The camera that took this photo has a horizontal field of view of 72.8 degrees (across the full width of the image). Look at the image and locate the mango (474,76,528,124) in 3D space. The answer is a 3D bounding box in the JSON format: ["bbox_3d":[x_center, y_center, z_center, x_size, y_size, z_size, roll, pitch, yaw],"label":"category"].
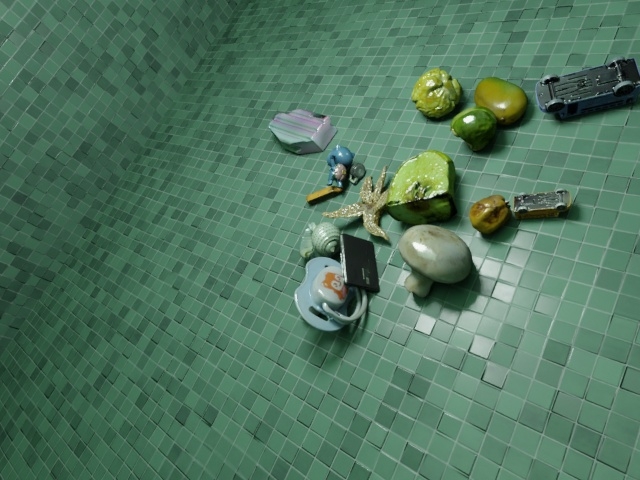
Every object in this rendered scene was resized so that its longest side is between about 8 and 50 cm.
[{"bbox_3d":[0.662,-0.531,1.619,0.156,0.114,0.251,-35,51,13],"label":"mango"}]

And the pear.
[{"bbox_3d":[0.368,-0.199,1.575,0.238,0.164,0.256,-11,55,29],"label":"pear"}]

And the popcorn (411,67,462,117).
[{"bbox_3d":[0.476,-0.591,1.743,0.212,0.198,0.197,-36,45,-27],"label":"popcorn"}]

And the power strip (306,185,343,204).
[{"bbox_3d":[0.019,-0.196,1.852,0.178,0.049,0.028,-20,61,20],"label":"power strip"}]

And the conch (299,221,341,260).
[{"bbox_3d":[0.010,0.005,1.692,0.172,0.131,0.200,-62,18,17],"label":"conch"}]

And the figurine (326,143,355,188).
[{"bbox_3d":[0.067,-0.304,1.820,0.144,0.114,0.179,158,127,-69],"label":"figurine"}]

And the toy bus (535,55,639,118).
[{"bbox_3d":[0.886,-0.497,1.454,0.291,0.133,0.126,-9,64,24],"label":"toy bus"}]

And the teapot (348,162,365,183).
[{"bbox_3d":[0.146,-0.284,1.826,0.057,0.066,0.088,23,99,58],"label":"teapot"}]

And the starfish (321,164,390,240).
[{"bbox_3d":[0.197,-0.164,1.706,0.301,0.084,0.294,19,70,34],"label":"starfish"}]

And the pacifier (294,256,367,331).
[{"bbox_3d":[0.009,0.214,1.555,0.233,0.244,0.300,-41,18,45],"label":"pacifier"}]

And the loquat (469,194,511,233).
[{"bbox_3d":[0.556,-0.085,1.415,0.137,0.137,0.113,-32,47,11],"label":"loquat"}]

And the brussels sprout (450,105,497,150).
[{"bbox_3d":[0.560,-0.404,1.558,0.145,0.183,0.132,-36,52,35],"label":"brussels sprout"}]

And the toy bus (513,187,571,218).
[{"bbox_3d":[0.703,-0.111,1.377,0.162,0.074,0.070,-4,54,32],"label":"toy bus"}]

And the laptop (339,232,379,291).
[{"bbox_3d":[0.139,0.077,1.564,0.026,0.153,0.207,-40,43,44],"label":"laptop"}]

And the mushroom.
[{"bbox_3d":[0.358,0.073,1.414,0.243,0.243,0.244,-15,57,23],"label":"mushroom"}]

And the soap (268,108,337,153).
[{"bbox_3d":[-0.101,-0.521,2.075,0.323,0.109,0.193,28,79,38],"label":"soap"}]
